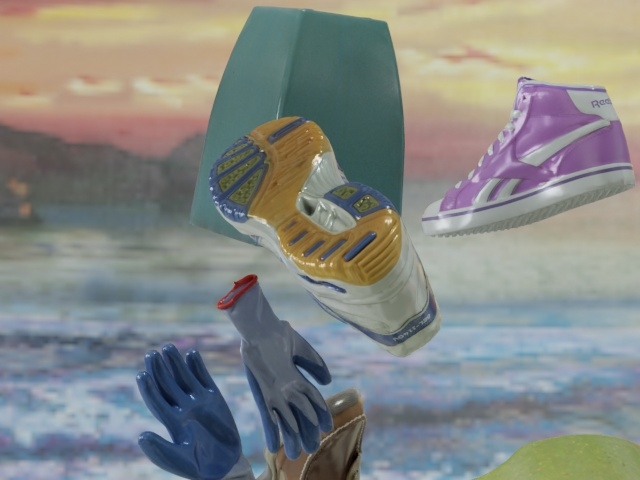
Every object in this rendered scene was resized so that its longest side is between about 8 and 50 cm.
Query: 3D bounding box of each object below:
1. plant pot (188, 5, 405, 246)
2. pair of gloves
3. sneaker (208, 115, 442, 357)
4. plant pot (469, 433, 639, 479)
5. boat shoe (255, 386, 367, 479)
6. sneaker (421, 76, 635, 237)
[{"bbox_3d":[-0.016,-0.116,1.580,0.165,0.234,0.165,2,7,-31],"label":"plant pot"},{"bbox_3d":[-0.067,0.129,1.236,0.023,0.159,0.198,-17,16,45],"label":"pair of gloves"},{"bbox_3d":[0.000,0.000,1.269,0.112,0.131,0.296,-34,33,-2],"label":"sneaker"},{"bbox_3d":[0.184,0.270,0.988,0.276,0.276,0.254,2,34,-9],"label":"plant pot"},{"bbox_3d":[0.003,0.274,1.778,0.123,0.116,0.324,-27,-21,-25],"label":"boat shoe"},{"bbox_3d":[0.228,-0.100,1.807,0.282,0.161,0.102,-20,-10,35],"label":"sneaker"}]
